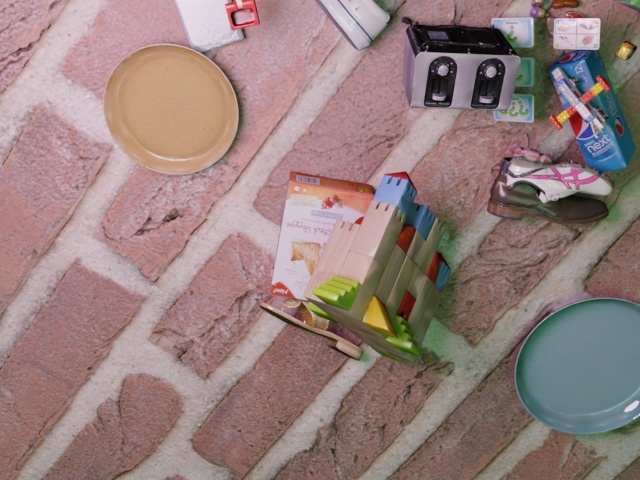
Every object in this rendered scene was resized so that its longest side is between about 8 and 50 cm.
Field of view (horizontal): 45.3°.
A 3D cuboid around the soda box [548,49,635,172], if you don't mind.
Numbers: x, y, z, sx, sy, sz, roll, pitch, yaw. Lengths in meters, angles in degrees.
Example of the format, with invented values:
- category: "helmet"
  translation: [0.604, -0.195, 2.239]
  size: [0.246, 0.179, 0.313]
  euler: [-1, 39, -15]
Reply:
- category: "soda box"
  translation: [0.472, -0.224, 1.330]
  size: [0.067, 0.071, 0.210]
  euler: [-11, 116, 43]

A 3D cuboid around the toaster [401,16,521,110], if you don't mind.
- category: "toaster"
  translation: [0.221, -0.289, 1.265]
  size: [0.168, 0.185, 0.110]
  euler: [2, 122, -3]

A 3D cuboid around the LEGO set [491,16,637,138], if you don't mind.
- category: "LEGO set"
  translation: [0.386, -0.271, 1.260]
  size: [0.244, 0.060, 0.182]
  euler: [12, 119, 37]

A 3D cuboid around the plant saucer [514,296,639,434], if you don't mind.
- category: "plant saucer"
  translation: [0.547, 0.249, 1.552]
  size: [0.318, 0.043, 0.317]
  euler: [0, 112, 0]

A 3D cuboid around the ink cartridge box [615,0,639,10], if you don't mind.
- category: "ink cartridge box"
  translation: [0.598, -0.458, 1.238]
  size: [0.153, 0.087, 0.208]
  euler: [19, 110, -8]

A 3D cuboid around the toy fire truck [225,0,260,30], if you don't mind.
- category: "toy fire truck"
  translation: [-0.138, -0.439, 1.216]
  size: [0.047, 0.135, 0.192]
  euler: [-12, 112, 4]

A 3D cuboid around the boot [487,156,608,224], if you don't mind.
- category: "boot"
  translation: [0.419, -0.092, 1.391]
  size: [0.219, 0.082, 0.106]
  euler: [3, 115, 1]

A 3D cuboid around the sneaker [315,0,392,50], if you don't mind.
- category: "sneaker"
  translation: [0.018, -0.433, 1.250]
  size: [0.091, 0.094, 0.258]
  euler: [-42, 119, 4]

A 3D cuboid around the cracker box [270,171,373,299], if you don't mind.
- category: "cracker box"
  translation: [0.000, 0.000, 1.434]
  size: [0.156, 0.067, 0.232]
  euler: [9, 113, -4]

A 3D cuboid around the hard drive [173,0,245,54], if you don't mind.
- category: "hard drive"
  translation: [-0.193, -0.392, 1.296]
  size: [0.094, 0.022, 0.135]
  euler: [-16, 112, 6]

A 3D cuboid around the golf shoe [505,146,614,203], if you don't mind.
- category: "golf shoe"
  translation: [0.414, -0.101, 1.337]
  size: [0.186, 0.067, 0.085]
  euler: [16, 93, 2]

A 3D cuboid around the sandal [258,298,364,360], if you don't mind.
- category: "sandal"
  translation: [-0.006, 0.148, 1.504]
  size: [0.240, 0.088, 0.079]
  euler: [32, 77, -19]

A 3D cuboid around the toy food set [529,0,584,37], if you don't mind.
- category: "toy food set"
  translation: [0.401, -0.394, 1.299]
  size: [0.122, 0.019, 0.078]
  euler: [37, 108, -14]

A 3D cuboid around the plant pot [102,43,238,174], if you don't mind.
- category: "plant pot"
  translation: [-0.260, -0.231, 1.350]
  size: [0.237, 0.032, 0.236]
  euler: [1, 117, 2]

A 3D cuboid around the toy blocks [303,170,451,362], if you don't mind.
- category: "toy blocks"
  translation: [0.125, 0.044, 1.362]
  size: [0.381, 0.191, 0.260]
  euler: [43, 67, -53]
